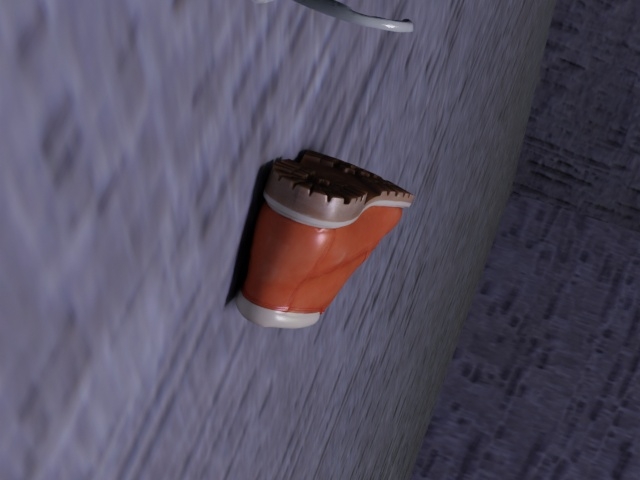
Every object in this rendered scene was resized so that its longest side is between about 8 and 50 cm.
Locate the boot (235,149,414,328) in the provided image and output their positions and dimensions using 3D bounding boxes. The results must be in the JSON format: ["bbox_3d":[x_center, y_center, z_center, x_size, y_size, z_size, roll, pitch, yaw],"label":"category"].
[{"bbox_3d":[0.000,0.000,0.729,0.158,0.059,0.084,-19,130,-68],"label":"boot"}]

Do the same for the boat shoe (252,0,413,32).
[{"bbox_3d":[-0.013,-0.096,0.342,0.254,0.095,0.079,-39,144,-70],"label":"boat shoe"}]
